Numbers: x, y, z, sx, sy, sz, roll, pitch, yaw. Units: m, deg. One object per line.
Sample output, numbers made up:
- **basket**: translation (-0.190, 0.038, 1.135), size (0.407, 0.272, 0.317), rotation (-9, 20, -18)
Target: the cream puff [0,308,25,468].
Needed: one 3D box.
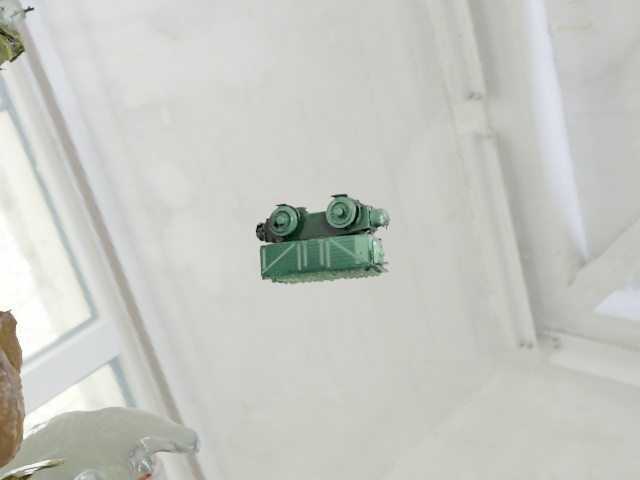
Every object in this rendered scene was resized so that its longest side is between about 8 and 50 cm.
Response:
- **cream puff**: translation (-0.343, 0.112, 0.666), size (0.269, 0.241, 0.154), rotation (15, -81, 32)

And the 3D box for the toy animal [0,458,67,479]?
- **toy animal**: translation (-0.291, 0.290, 0.779), size (0.155, 0.219, 0.095), rotation (-5, -36, 41)

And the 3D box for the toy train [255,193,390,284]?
- **toy train**: translation (0.000, 0.000, 1.749), size (0.270, 0.115, 0.154), rotation (-6, -101, 18)

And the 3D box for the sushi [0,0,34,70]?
- **sushi**: translation (-0.508, -0.410, 1.405), size (0.139, 0.131, 0.290), rotation (-19, -105, 43)

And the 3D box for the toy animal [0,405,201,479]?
- **toy animal**: translation (-0.376, 0.389, 1.393), size (0.266, 0.307, 0.188), rotation (30, -37, -2)
